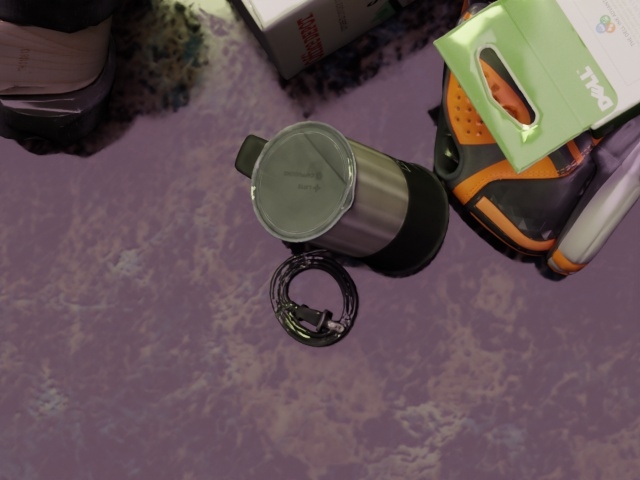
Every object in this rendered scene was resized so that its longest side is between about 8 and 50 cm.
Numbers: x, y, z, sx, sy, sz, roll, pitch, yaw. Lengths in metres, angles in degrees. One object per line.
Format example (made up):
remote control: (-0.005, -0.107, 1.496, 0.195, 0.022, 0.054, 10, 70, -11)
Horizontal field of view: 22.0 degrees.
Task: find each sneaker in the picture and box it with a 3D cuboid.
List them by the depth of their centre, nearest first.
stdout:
sneaker: (0.195, -0.150, 1.159, 0.180, 0.124, 0.321, 35, 88, 4)

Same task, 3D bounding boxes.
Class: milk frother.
milk frother: (0.000, 0.000, 1.152, 0.129, 0.134, 0.143, 5, 83, 34)

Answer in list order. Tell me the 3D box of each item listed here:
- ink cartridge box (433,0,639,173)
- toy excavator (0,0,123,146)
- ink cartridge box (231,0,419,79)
ink cartridge box: (0.193, -0.138, 1.078, 0.209, 0.062, 0.109, -32, 81, 8)
toy excavator: (-0.348, -0.304, 1.160, 0.432, 0.222, 0.445, -2, 67, -11)
ink cartridge box: (0.056, -0.240, 1.133, 0.278, 0.201, 0.117, -31, 85, 1)
